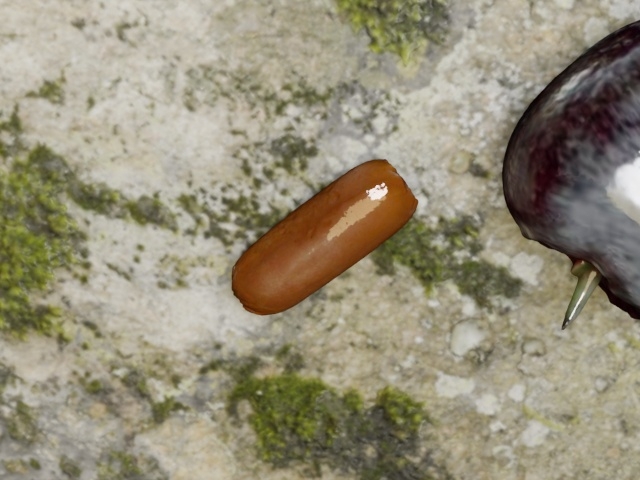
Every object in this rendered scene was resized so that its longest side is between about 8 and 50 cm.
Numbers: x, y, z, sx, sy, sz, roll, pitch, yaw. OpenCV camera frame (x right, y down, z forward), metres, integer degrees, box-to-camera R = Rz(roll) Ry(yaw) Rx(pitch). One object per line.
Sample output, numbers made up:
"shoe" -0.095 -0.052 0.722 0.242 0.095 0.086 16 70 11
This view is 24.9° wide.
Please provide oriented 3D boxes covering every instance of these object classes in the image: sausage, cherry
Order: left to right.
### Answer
"sausage" 0.000 0.000 1.338 0.197 0.076 0.076 -36 105 14
"cherry" 0.287 -0.051 1.237 0.255 0.218 0.296 36 101 -4
